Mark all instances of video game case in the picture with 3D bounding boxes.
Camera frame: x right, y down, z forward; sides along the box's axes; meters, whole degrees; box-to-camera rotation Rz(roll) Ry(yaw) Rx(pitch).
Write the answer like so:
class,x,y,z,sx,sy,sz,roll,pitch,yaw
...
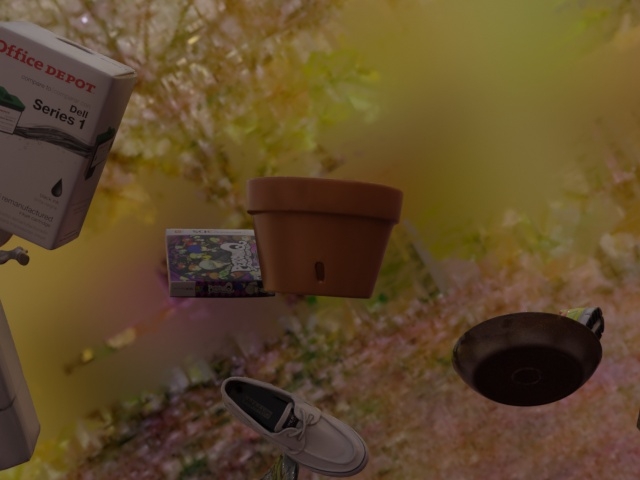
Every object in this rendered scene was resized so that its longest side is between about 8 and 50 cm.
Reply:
class,x,y,z,sx,sy,sz,roll,pitch,yaw
video game case,-0.209,0.044,2.015,0.210,0.042,0.232,0,27,-11

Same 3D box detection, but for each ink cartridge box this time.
class,x,y,z,sx,sy,sz,roll,pitch,yaw
ink cartridge box,-0.329,-0.124,1.137,0.092,0.160,0.219,-59,-8,-76

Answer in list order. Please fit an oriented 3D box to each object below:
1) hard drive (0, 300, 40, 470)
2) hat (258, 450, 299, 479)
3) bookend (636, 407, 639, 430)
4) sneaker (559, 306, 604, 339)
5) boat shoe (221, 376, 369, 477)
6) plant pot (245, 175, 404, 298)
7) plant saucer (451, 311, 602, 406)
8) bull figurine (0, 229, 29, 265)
class,x,y,z,sx,sy,sz,roll,pitch,yaw
hard drive,-0.285,-0.036,0.427,0.233,0.353,0.047,-10,22,-1
hat,-0.088,0.529,1.687,0.331,0.134,0.331,-53,8,11
bookend,0.525,0.249,1.333,0.157,0.072,0.156,11,1,11
sneaker,0.428,0.191,1.769,0.094,0.081,0.208,6,33,42
boat shoe,-0.046,0.290,1.535,0.095,0.258,0.084,-64,-17,-17
plant pot,0.000,0.000,1.800,0.290,0.204,0.291,5,-3,0
plant saucer,0.274,0.168,1.305,0.198,0.198,0.036,-28,39,32
bull figurine,-0.519,-0.014,1.516,0.188,0.101,0.310,0,55,29
